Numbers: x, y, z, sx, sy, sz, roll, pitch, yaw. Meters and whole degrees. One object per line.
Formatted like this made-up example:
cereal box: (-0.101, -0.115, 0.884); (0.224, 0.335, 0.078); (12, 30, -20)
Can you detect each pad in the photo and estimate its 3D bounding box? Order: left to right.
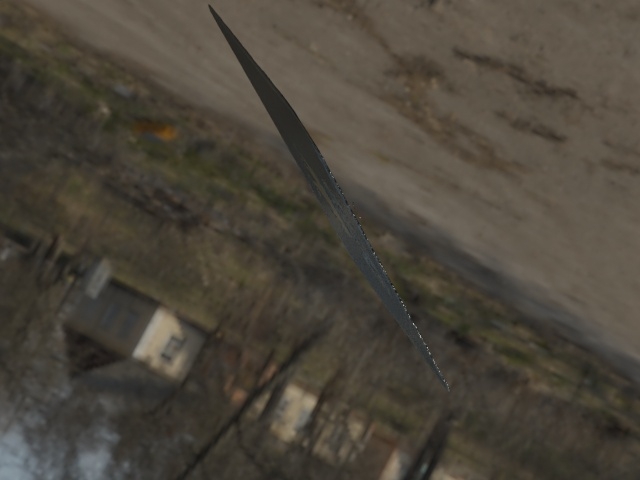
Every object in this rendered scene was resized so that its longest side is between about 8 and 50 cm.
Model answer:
pad: (0.001, 0.000, 1.124); (0.315, 0.063, 0.375); (53, 175, 49)
